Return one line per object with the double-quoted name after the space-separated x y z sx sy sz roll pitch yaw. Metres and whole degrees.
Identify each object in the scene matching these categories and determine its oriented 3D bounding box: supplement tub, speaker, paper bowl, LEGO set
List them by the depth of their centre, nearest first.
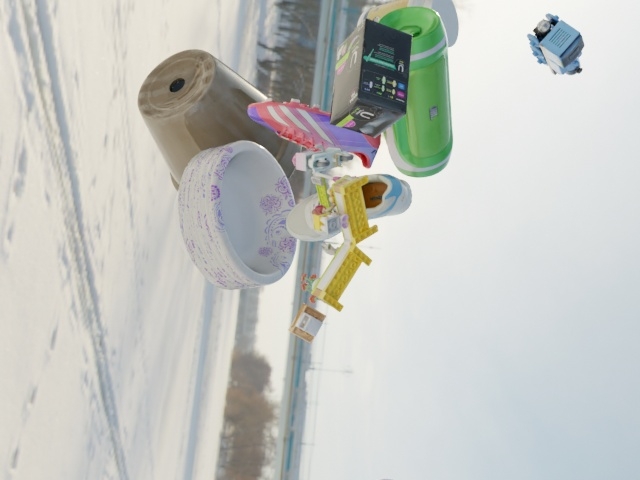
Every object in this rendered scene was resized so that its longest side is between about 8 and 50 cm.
0.000 0.000 0.961 0.107 0.132 0.287 22 -68 49 "LEGO set"
0.170 -0.256 1.156 0.296 0.131 0.131 74 12 -46 "speaker"
-0.176 -0.044 1.272 0.284 0.148 0.284 27 58 -58 "paper bowl"
0.199 -0.482 1.480 0.200 0.144 0.144 -3 -102 41 "supplement tub"

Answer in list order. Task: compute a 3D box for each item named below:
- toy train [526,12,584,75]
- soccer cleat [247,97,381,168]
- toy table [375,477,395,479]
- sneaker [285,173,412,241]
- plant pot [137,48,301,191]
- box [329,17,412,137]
0.502 -0.404 1.364 0.080 0.105 0.184 -47 154 13 "toy train"
-0.010 -0.191 1.148 0.083 0.248 0.095 -156 -105 -74 "soccer cleat"
0.024 0.445 0.879 0.274 0.161 0.252 -2 68 -63 "toy table"
0.034 -0.061 1.090 0.092 0.229 0.087 16 58 -63 "sneaker"
-0.241 -0.254 1.423 0.280 0.323 0.323 52 35 -53 "plant pot"
0.046 -0.149 0.600 0.062 0.052 0.083 152 -53 -63 "box"
